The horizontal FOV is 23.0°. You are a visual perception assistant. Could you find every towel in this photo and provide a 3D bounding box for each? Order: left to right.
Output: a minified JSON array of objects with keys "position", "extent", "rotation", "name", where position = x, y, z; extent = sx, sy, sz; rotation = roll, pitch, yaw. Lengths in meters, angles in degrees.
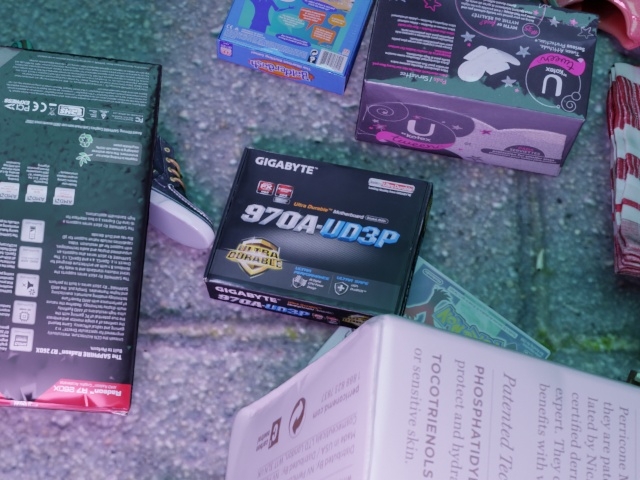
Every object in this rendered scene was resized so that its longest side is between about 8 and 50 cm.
[{"position":[0.445,-0.077,1.780],"extent":[0.237,0.037,0.329],"rotation":[8,48,-1],"name":"towel"}]

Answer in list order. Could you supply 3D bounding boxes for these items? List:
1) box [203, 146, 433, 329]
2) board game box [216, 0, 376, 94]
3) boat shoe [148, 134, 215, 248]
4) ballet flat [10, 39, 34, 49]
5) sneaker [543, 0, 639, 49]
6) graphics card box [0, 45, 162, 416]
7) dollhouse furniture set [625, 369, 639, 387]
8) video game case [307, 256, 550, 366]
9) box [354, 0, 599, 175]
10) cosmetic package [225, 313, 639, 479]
[{"position":[0.000,0.000,1.740],"extent":[0.220,0.051,0.175],"rotation":[12,65,10],"name":"box"},{"position":[-0.016,-0.291,1.891],"extent":[0.160,0.047,0.210],"rotation":[18,66,5],"name":"board game box"},{"position":[-0.173,-0.064,1.752],"extent":[0.183,0.065,0.083],"rotation":[30,65,24],"name":"boat shoe"},{"position":[-0.327,-0.107,1.776],"extent":[0.087,0.083,0.247],"rotation":[16,63,-23],"name":"ballet flat"},{"position":[0.295,-0.344,1.901],"extent":[0.314,0.116,0.136],"rotation":[33,69,11],"name":"sneaker"},{"position":[-0.296,-0.012,1.643],"extent":[0.232,0.094,0.371],"rotation":[5,87,-7],"name":"graphics card box"},{"position":[0.397,0.155,1.688],"extent":[0.129,0.129,0.184],"rotation":[23,90,6],"name":"dollhouse furniture set"},{"position":[0.119,0.131,1.717],"extent":[0.201,0.023,0.183],"rotation":[36,68,12],"name":"video game case"},{"position":[0.173,-0.181,1.789],"extent":[0.247,0.163,0.142],"rotation":[11,68,2],"name":"box"},{"position":[0.138,0.307,1.410],"extent":[0.393,0.329,0.327],"rotation":[17,62,-21],"name":"cosmetic package"}]
